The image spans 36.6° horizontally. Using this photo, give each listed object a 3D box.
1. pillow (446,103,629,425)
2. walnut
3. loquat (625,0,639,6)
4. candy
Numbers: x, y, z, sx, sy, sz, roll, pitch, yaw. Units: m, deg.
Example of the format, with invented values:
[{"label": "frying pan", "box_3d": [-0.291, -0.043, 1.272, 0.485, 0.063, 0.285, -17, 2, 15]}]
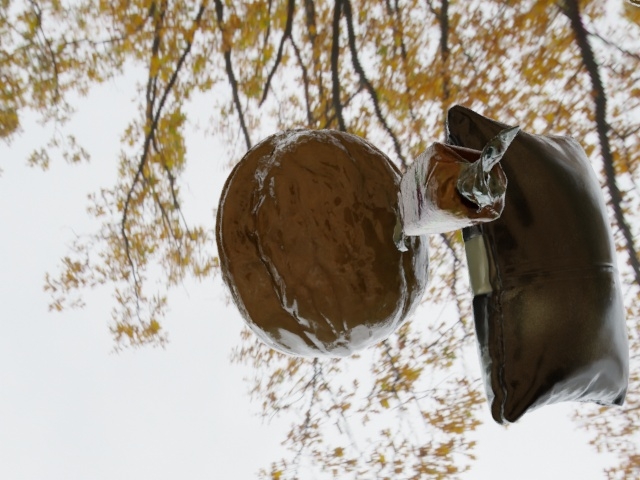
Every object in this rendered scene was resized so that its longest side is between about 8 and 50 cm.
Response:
[{"label": "pillow", "box_3d": [0.181, 0.018, 0.789, 0.186, 0.106, 0.250, 3, -104, -46]}, {"label": "walnut", "box_3d": [0.000, 0.000, 0.922, 0.228, 0.228, 0.228, 2, -105, -6]}, {"label": "loquat", "box_3d": [0.192, -0.212, 0.472, 0.187, 0.234, 0.176, 32, -125, -22]}, {"label": "candy", "box_3d": [0.076, -0.028, 0.558, 0.046, 0.182, 0.053, -1, -96, -11]}]
